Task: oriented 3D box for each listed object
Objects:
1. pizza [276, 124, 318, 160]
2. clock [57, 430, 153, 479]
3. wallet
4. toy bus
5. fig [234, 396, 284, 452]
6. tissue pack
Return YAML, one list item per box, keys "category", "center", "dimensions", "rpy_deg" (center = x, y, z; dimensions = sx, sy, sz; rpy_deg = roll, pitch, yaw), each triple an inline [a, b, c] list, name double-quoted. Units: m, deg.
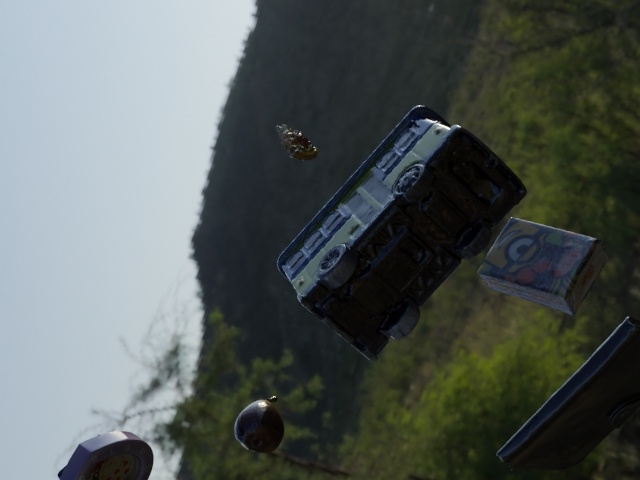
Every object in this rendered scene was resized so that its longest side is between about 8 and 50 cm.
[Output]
- category: "pizza"
  center: [-0.038, -0.156, 1.715]
  dimensions: [0.025, 0.078, 0.083]
  rpy_deg: [-47, -10, 25]
- category: "clock"
  center: [-0.373, 0.388, 1.837]
  dimensions: [0.198, 0.064, 0.172]
  rpy_deg: [-45, -39, -29]
- category: "wallet"
  center: [0.477, 0.276, 1.909]
  dimensions: [0.377, 0.197, 0.051]
  rpy_deg: [-53, 40, 30]
- category: "toy bus"
  center: [0.097, -0.013, 1.373]
  dimensions: [0.287, 0.138, 0.175]
  rpy_deg: [-48, 21, 4]
- category: "fig"
  center: [-0.102, 0.306, 1.930]
  dimensions: [0.125, 0.089, 0.088]
  rpy_deg: [-83, 7, -53]
- category: "tissue pack"
  center: [0.314, 0.034, 1.563]
  dimensions: [0.108, 0.148, 0.060]
  rpy_deg: [-56, -43, -19]
